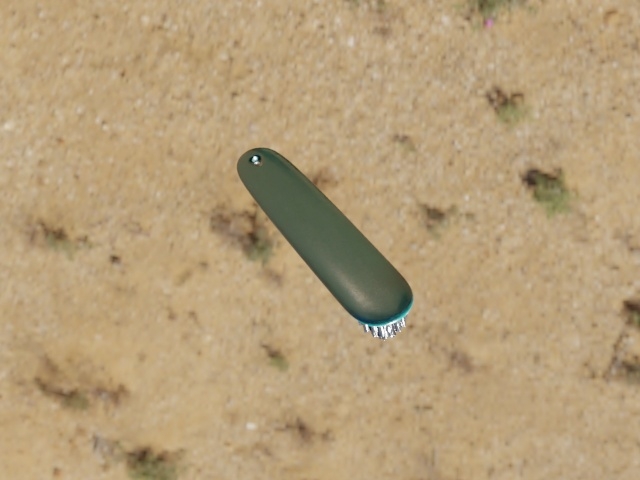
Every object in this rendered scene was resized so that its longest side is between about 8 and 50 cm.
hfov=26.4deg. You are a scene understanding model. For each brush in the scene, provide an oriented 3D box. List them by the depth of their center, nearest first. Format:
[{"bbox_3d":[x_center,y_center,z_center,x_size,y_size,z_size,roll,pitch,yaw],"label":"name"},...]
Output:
[{"bbox_3d":[0.000,0.000,0.908,0.043,0.193,0.032,-30,138,-14],"label":"brush"}]
